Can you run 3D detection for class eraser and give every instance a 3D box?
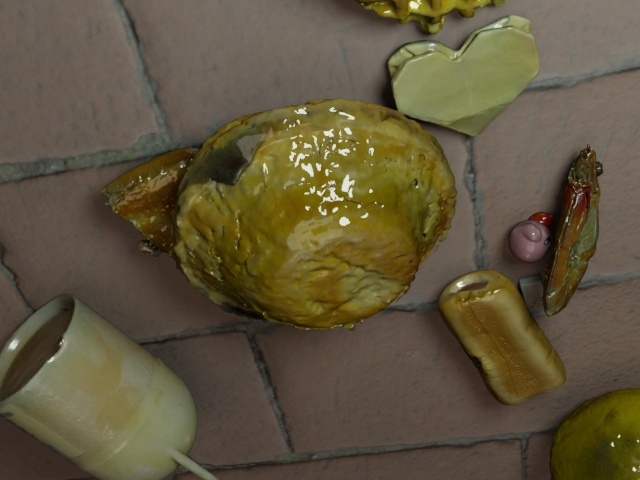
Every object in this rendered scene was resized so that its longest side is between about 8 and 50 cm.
[{"bbox_3d":[0.367,0.096,1.432,0.038,0.019,0.083,-15,128,14],"label":"eraser"}]

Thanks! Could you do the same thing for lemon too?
[{"bbox_3d":[0.568,0.404,1.524,0.268,0.268,0.322,33,128,-22],"label":"lemon"}]

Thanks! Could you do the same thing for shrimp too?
[{"bbox_3d":[0.382,-0.010,1.275,0.062,0.154,0.295,16,125,29],"label":"shrimp"}]

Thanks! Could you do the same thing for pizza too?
[{"bbox_3d":[-0.200,-0.022,1.333,0.189,0.071,0.297,-31,128,6],"label":"pizza"}]

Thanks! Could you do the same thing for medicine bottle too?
[{"bbox_3d":[-0.369,0.304,1.509,0.235,0.236,0.406,-30,121,25],"label":"medicine bottle"}]

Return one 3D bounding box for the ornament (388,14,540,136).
[{"bbox_3d":[0.205,-0.212,1.160,0.201,0.059,0.180,-14,135,12],"label":"ornament"}]

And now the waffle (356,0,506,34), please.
[{"bbox_3d":[0.159,-0.365,0.973,0.311,0.060,0.307,-30,147,27],"label":"waffle"}]

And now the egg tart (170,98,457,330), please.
[{"bbox_3d":[0.000,0.000,1.217,0.442,0.178,0.443,-9,137,-9],"label":"egg tart"}]

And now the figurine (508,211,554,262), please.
[{"bbox_3d":[0.330,0.002,1.320,0.066,0.071,0.083,11,130,18],"label":"figurine"}]

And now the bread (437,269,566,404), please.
[{"bbox_3d":[0.314,0.166,1.448,0.142,0.091,0.305,-26,124,15],"label":"bread"}]
